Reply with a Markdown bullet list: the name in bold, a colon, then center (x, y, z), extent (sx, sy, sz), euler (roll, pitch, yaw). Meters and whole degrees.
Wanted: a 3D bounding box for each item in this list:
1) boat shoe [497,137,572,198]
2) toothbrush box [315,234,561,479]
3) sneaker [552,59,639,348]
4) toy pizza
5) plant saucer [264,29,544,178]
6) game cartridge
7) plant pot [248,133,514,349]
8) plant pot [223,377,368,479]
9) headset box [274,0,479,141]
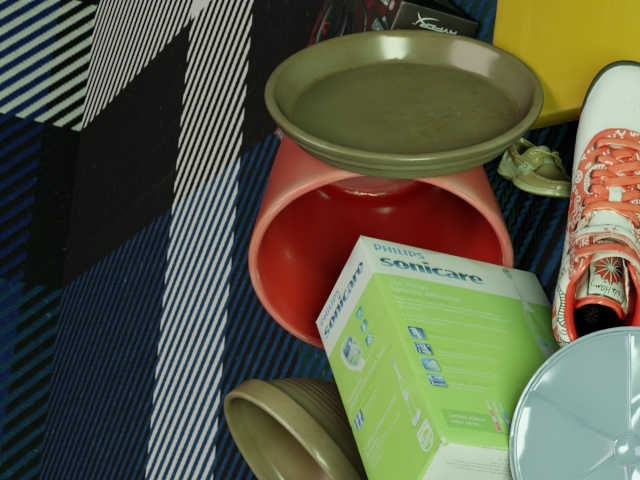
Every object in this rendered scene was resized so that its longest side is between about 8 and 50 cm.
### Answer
- **boat shoe**: center (0.219, -0.074, 1.499), extent (0.135, 0.050, 0.045), euler (-142, 61, -63)
- **toothbrush box**: center (0.137, 0.141, 1.386), extent (0.122, 0.206, 0.283), euler (-63, 29, 31)
- **sneaker**: center (0.258, -0.021, 1.280), extent (0.145, 0.090, 0.270), euler (-44, -36, -82)
- **toy pizza**: center (0.254, 0.171, 1.208), extent (0.201, 0.032, 0.201), euler (-4, 78, 19)
- **plant saucer**: center (0.083, -0.136, 1.483), extent (0.278, 0.278, 0.041), euler (-117, 22, -55)
- **game cartridge**: center (0.273, -0.280, 1.489), extent (0.285, 0.053, 0.323), euler (-5, 77, 65)
- **plant pot**: center (0.062, -0.051, 1.600), extent (0.243, 0.275, 0.275), euler (-89, 25, -47)
- **plant pot**: center (0.006, 0.238, 1.682), extent (0.237, 0.110, 0.237), euler (41, 154, 26)
- **headset box**: center (0.056, -0.181, 1.826), extent (0.293, 0.110, 0.218), euler (-68, 27, 21)
